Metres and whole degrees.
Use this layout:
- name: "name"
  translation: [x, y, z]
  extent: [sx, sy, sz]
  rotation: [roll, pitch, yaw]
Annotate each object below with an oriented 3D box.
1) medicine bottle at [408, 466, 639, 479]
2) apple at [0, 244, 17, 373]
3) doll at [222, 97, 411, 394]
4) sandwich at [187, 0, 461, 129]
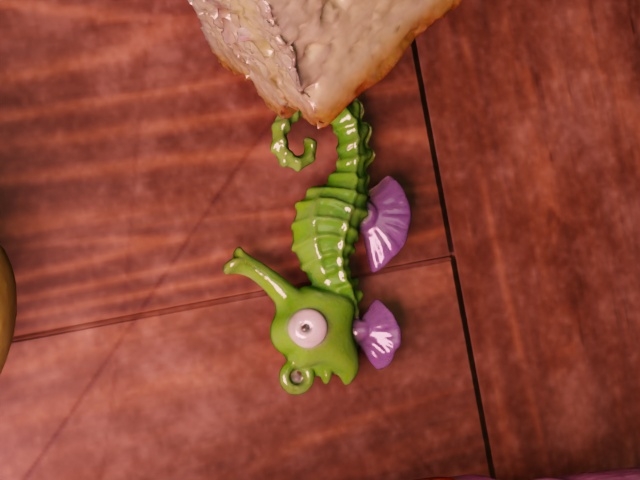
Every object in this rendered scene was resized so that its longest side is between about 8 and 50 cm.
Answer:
- name: "medicine bottle"
  translation: [0.041, 0.240, 0.771]
  extent: [0.388, 0.219, 0.219]
  rotation: [-5, 87, -20]
- name: "apple"
  translation: [-0.247, 0.039, 0.709]
  extent: [0.200, 0.200, 0.200]
  rotation: [2, 85, -20]
- name: "doll"
  translation: [0.000, 0.000, 0.870]
  extent: [0.115, 0.050, 0.190]
  rotation: [12, 80, -26]
- name: "sandwich"
  translation: [0.002, -0.258, 0.776]
  extent: [0.262, 0.131, 0.325]
  rotation: [-44, 137, -17]
